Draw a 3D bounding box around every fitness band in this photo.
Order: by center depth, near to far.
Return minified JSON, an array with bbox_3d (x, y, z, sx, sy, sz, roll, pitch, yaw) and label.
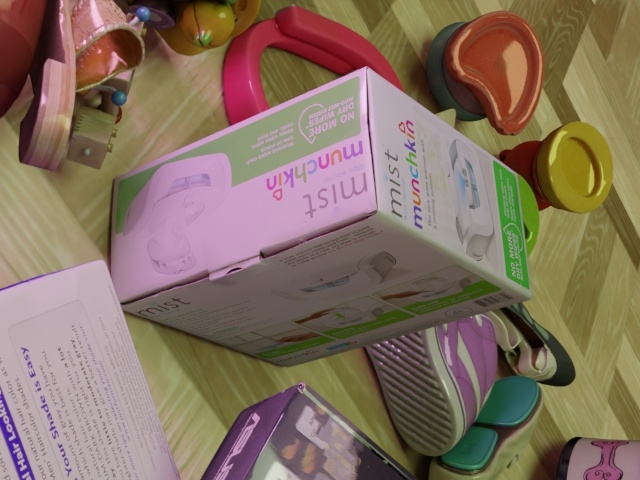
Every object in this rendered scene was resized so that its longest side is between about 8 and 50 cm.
[{"bbox_3d":[0.007,-0.127,1.212,0.291,0.054,0.209,11,68,-52],"label":"fitness band"}]

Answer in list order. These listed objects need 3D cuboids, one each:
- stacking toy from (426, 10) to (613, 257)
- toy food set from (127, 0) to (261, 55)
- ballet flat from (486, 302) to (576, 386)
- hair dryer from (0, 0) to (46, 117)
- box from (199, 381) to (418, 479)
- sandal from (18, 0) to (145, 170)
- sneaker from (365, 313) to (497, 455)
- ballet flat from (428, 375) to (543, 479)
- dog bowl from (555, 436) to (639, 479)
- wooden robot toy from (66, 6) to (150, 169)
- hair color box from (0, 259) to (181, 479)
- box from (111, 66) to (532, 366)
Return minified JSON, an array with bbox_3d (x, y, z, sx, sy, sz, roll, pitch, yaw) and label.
[{"bbox_3d":[0.205,-0.117,1.491,0.279,0.130,0.309,-44,111,-26],"label":"stacking toy"},{"bbox_3d":[-0.145,-0.228,0.961,0.218,0.128,0.071,45,42,-32],"label":"toy food set"},{"bbox_3d":[0.242,0.124,1.415,0.203,0.074,0.074,51,38,-19],"label":"ballet flat"},{"bbox_3d":[-0.230,-0.152,0.741,0.080,0.223,0.293,18,47,-5],"label":"hair dryer"},{"bbox_3d":[-0.001,0.337,0.711,0.318,0.097,0.395,41,51,-12],"label":"box"},{"bbox_3d":[-0.170,-0.134,0.851,0.079,0.088,0.240,15,43,-22],"label":"sandal"},{"bbox_3d":[0.112,0.067,1.221,0.161,0.102,0.282,-31,111,-52],"label":"sneaker"},{"bbox_3d":[0.183,0.231,1.282,0.248,0.086,0.086,-30,100,-55],"label":"ballet flat"},{"bbox_3d":[0.431,0.431,1.419,0.408,0.150,0.408,44,37,-45],"label":"dog bowl"},{"bbox_3d":[-0.191,-0.131,0.926,0.079,0.076,0.173,16,54,-11],"label":"wooden robot toy"},{"bbox_3d":[-0.201,0.132,0.639,0.339,0.110,0.185,-27,98,-77],"label":"hair color box"},{"bbox_3d":[0.000,0.000,0.942,0.231,0.262,0.127,26,53,-47],"label":"box"}]
